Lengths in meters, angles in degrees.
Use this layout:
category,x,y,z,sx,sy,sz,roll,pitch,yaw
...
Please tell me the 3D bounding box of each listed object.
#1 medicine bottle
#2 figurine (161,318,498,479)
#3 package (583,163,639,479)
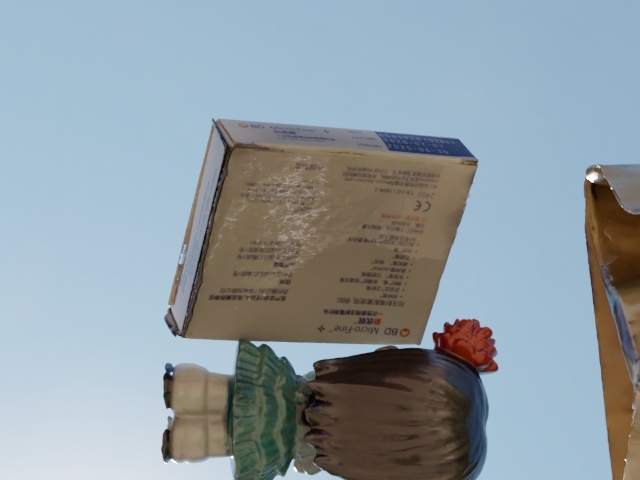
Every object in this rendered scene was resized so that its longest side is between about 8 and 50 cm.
category,x,y,z,sx,sy,sz,roll,pitch,yaw
medicine bottle,0.000,0.000,1.323,0.052,0.201,0.171,-122,-140,-53
figurine,0.007,0.122,1.327,0.245,0.110,0.138,2,-88,-1
package,0.295,0.024,0.866,0.311,0.221,0.165,0,-28,1
